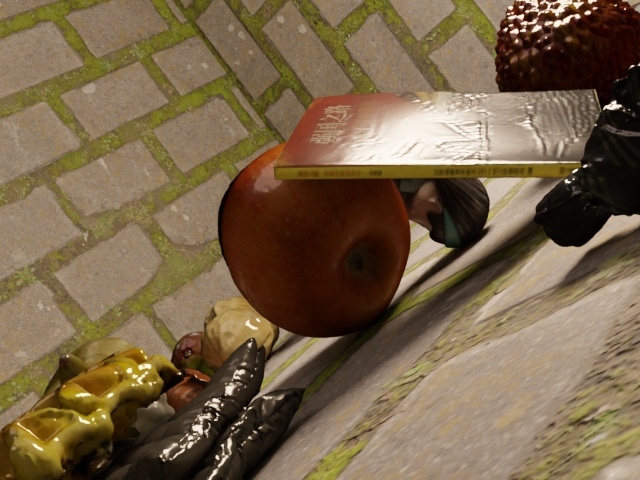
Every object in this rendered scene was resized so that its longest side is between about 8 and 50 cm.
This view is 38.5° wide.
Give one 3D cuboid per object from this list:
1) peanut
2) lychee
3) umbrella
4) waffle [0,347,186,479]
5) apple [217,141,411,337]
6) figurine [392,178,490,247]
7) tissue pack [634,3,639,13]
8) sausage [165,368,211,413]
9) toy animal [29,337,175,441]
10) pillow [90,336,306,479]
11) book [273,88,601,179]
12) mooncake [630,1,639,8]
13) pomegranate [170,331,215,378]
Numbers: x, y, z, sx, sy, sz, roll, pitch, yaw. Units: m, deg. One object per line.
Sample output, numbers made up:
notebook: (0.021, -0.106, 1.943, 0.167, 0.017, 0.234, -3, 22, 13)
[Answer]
peanut: (-0.146, 0.174, 1.651, 0.149, 0.149, 0.313, -37, 2, 0)
lychee: (0.362, -0.259, 1.342, 0.236, 0.271, 0.236, -15, -40, -13)
umbrella: (0.305, -0.112, 0.691, 0.128, 0.154, 0.336, -84, 17, -45)
waffle: (-0.319, 0.249, 0.910, 0.380, 0.095, 0.382, -40, 2, 18)
apple: (0.000, 0.000, 1.205, 0.252, 0.271, 0.206, -12, 27, -24)
figurine: (0.141, -0.095, 1.295, 0.110, 0.245, 0.138, -42, 6, 32)
tissue pack: (0.640, -0.392, 1.314, 0.361, 0.122, 0.259, -34, 5, 8)
sausage: (-0.206, 0.249, 1.448, 0.094, 0.094, 0.419, -47, 4, -12)
toy animal: (-0.310, 0.238, 1.278, 0.180, 0.181, 0.363, -66, 10, -2)
pillow: (-0.181, 0.247, 0.916, 0.326, 0.101, 0.228, -38, 2, 28)
book: (0.152, -0.129, 1.103, 0.374, 0.028, 0.262, 1, 27, 10)
mooncake: (0.530, -0.339, 1.761, 0.283, 0.141, 0.283, -27, 2, 1)
pomegranate: (-0.253, 0.251, 1.907, 0.130, 0.130, 0.130, -37, 2, 1)
